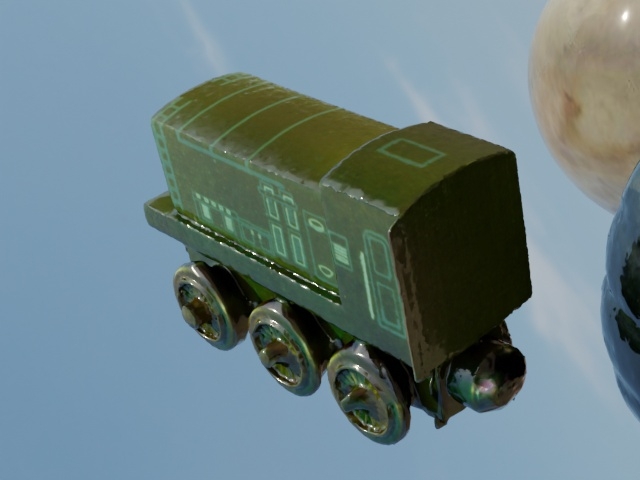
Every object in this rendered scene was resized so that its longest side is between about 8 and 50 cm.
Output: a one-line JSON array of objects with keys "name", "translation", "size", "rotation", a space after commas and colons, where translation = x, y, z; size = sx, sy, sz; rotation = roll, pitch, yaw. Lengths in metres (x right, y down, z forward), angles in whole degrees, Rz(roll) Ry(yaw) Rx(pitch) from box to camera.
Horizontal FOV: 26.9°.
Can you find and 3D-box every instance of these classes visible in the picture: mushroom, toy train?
[{"name": "mushroom", "translation": [0.305, -0.140, 0.939], "size": [0.292, 0.292, 0.290], "rotation": [41, -110, -36]}, {"name": "toy train", "translation": [0.000, 0.000, 0.618], "size": [0.090, 0.225, 0.137], "rotation": [-32, -53, -29]}]

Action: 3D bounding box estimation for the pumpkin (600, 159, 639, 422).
[{"name": "pumpkin", "translation": [0.243, 0.023, 0.551], "size": [0.250, 0.250, 0.216], "rotation": [51, -153, -19]}]
